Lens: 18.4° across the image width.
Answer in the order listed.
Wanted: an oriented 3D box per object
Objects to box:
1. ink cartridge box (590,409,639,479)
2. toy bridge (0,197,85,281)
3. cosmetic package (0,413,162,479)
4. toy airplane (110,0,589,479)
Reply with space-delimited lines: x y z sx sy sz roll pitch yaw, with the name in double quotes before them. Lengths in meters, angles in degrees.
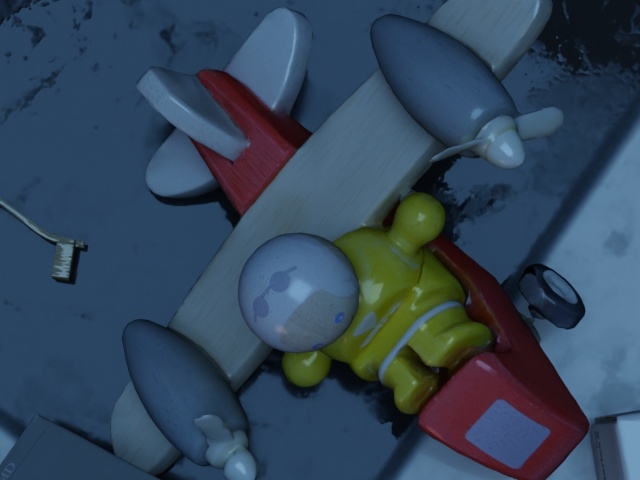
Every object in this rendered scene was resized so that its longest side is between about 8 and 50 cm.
"ink cartridge box" 0.367 0.215 1.549 0.273 0.115 0.198 -9 84 -2
"toy bridge" -0.284 -0.010 1.603 0.188 0.026 0.063 8 82 -1
"cosmetic package" -0.151 0.236 1.476 0.238 0.107 0.127 20 70 39
"toy airplane" 0.000 0.000 1.483 0.385 0.272 0.386 -1 100 20
